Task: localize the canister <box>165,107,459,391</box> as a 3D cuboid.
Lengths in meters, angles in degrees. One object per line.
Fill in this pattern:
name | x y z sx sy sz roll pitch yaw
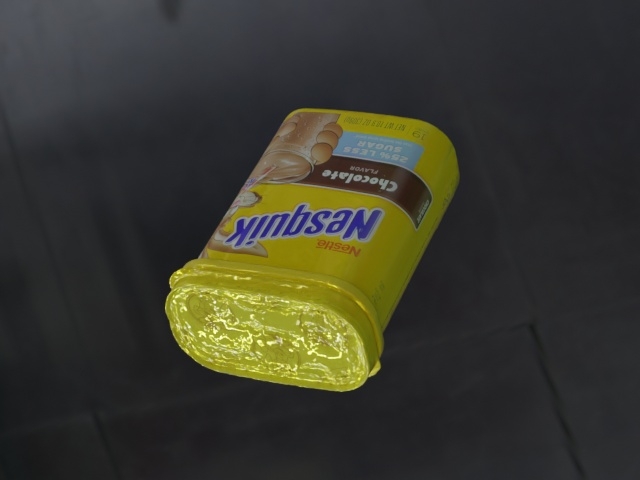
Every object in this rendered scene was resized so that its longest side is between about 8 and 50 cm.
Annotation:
canister | 0.000 0.000 1.132 0.126 0.170 0.073 7 134 24
